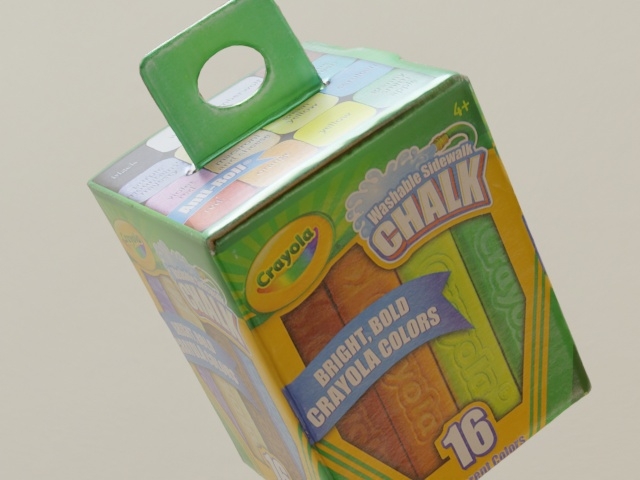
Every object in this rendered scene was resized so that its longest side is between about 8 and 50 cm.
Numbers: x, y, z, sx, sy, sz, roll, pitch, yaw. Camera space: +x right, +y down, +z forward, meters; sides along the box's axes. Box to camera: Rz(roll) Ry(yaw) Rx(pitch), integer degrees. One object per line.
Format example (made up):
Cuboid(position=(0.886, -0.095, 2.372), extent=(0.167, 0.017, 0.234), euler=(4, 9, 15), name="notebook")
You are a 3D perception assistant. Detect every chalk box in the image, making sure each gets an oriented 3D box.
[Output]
Cuboid(position=(0.000, 0.000, 0.637), extent=(0.132, 0.132, 0.213), euler=(-35, -63, -17), name="chalk box")
